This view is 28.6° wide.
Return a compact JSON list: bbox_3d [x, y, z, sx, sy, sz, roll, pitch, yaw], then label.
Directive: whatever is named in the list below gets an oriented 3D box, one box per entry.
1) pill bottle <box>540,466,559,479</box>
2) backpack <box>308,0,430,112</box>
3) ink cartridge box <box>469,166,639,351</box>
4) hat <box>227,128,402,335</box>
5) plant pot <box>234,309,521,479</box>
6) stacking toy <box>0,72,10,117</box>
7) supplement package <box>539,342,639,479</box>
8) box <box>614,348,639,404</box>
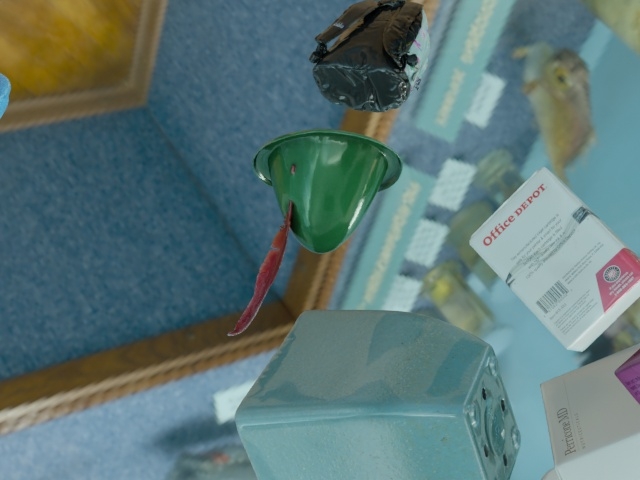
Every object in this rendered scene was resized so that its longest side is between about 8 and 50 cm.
[{"bbox_3d":[0.281,0.489,1.646,0.210,0.210,0.363,1,125,-46],"label":"pill bottle"},{"bbox_3d":[0.082,-0.259,1.746,0.182,0.152,0.115,-60,156,-43],"label":"backpack"},{"bbox_3d":[0.378,0.030,1.963,0.172,0.237,0.100,-46,157,13],"label":"ink cartridge box"},{"bbox_3d":[0.000,0.000,1.408,0.173,0.184,0.208,7,159,-9],"label":"hat"},{"bbox_3d":[0.090,0.227,1.470,0.247,0.252,0.248,70,27,-21],"label":"plant pot"},{"bbox_3d":[-0.466,-0.249,1.410,0.175,0.165,0.302,-56,159,-39],"label":"stacking toy"},{"bbox_3d":[0.384,0.189,1.204,0.293,0.177,0.175,-25,107,13],"label":"supplement package"},{"bbox_3d":[0.364,0.049,0.910,0.243,0.117,0.213,-38,171,-10],"label":"box"}]
